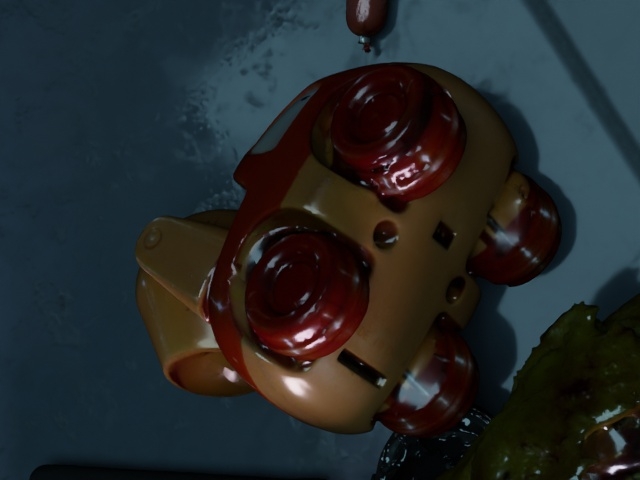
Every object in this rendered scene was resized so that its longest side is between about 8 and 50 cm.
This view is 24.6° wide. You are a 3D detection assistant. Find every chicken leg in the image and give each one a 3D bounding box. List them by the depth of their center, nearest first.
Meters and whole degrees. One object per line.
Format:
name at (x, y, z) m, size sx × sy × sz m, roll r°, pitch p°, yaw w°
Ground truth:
chicken leg at (0.118, 0.152, 0.874) m, size 0.361 × 0.211 × 0.140 m, roll -34°, pitch 73°, yaw 7°

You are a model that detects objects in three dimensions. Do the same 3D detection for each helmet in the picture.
helmet at (0.086, 0.167, 1.021) m, size 0.098 × 0.070 × 0.123 m, roll 17°, pitch 100°, yaw 5°

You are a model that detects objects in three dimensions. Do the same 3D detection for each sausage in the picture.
sausage at (0.039, -0.260, 1.040) m, size 0.034 × 0.034 × 0.253 m, roll 5°, pitch 93°, yaw 15°

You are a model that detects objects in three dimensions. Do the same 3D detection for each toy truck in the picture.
toy truck at (0.000, 0.000, 0.987) m, size 0.239 × 0.189 × 0.265 m, roll 22°, pitch 78°, yaw 46°

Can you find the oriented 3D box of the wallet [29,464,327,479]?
wallet at (-0.102, 0.244, 1.092) m, size 0.250 × 0.044 × 0.149 m, roll 2°, pitch 96°, yaw 15°
